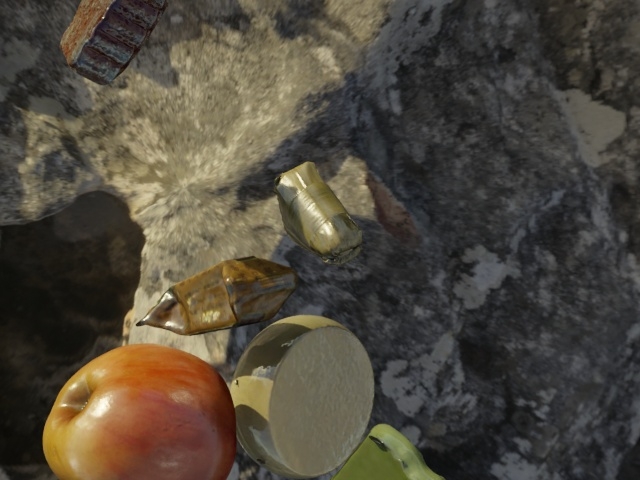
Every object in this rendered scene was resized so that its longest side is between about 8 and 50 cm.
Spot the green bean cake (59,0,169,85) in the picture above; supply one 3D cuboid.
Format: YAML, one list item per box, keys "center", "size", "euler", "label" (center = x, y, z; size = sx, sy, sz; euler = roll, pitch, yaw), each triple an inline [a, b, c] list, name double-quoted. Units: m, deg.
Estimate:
- center: [-0.354, -0.394, 1.383]
  size: [0.097, 0.198, 0.232]
  euler: [27, 105, -38]
  label: "green bean cake"

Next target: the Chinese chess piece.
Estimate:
- center: [-0.027, 0.257, 1.321]
  size: [0.273, 0.102, 0.273]
  euler: [-2, 93, -45]
  label: "Chinese chess piece"

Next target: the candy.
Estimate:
- center: [-0.171, 0.095, 1.237]
  size: [0.143, 0.271, 0.101]
  euler: [-7, 82, -46]
  label: "candy"

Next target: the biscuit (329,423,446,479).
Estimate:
- center: [0.016, 0.253, 0.615]
  size: [0.038, 0.322, 0.099]
  euler: [-22, 61, -38]
  label: "biscuit"

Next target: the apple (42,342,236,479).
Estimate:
- center: [-0.247, 0.260, 1.114]
  size: [0.241, 0.242, 0.242]
  euler: [30, 88, -37]
  label: "apple"

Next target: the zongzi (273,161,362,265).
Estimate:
- center: [0.000, 0.000, 1.111]
  size: [0.078, 0.176, 0.160]
  euler: [-22, 55, -15]
  label: "zongzi"
